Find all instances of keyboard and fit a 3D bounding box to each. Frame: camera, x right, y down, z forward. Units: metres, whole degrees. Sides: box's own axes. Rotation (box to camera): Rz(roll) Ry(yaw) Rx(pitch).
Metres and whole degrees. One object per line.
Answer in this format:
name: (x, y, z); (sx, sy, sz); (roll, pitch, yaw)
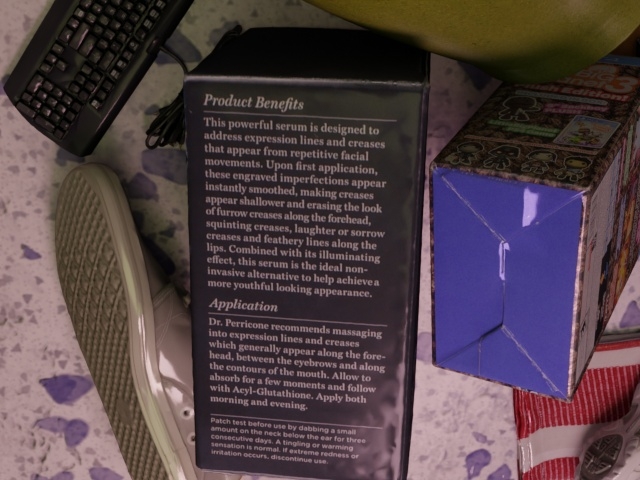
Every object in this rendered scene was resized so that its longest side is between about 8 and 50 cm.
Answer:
keyboard: (-0.192, -0.223, 1.061); (0.201, 0.033, 0.317); (34, 107, -12)

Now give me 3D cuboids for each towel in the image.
towel: (0.371, 0.275, 1.244); (0.237, 0.037, 0.329); (-6, 110, 1)

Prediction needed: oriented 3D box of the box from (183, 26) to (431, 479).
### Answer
box: (0.000, 0.000, 0.992); (0.212, 0.293, 0.395); (4, 110, 6)

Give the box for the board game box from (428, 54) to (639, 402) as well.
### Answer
board game box: (0.229, -0.029, 0.961); (0.141, 0.291, 0.232); (13, 125, 26)

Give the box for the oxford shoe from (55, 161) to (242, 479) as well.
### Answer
oxford shoe: (-0.196, 0.120, 1.143); (0.130, 0.169, 0.449); (-25, 105, -35)

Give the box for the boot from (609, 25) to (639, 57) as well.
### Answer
boot: (0.321, -0.179, 1.061); (0.152, 0.073, 0.197); (-41, 102, 18)

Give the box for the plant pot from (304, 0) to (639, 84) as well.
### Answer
plant pot: (0.125, -0.314, 0.834); (0.353, 0.366, 0.366); (25, 111, -41)

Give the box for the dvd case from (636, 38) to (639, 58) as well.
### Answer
dvd case: (0.458, -0.145, 1.032); (0.239, 0.029, 0.179); (-8, 119, 3)

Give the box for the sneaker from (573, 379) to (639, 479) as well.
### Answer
sneaker: (0.407, 0.256, 1.178); (0.115, 0.090, 0.232); (33, 104, -16)
